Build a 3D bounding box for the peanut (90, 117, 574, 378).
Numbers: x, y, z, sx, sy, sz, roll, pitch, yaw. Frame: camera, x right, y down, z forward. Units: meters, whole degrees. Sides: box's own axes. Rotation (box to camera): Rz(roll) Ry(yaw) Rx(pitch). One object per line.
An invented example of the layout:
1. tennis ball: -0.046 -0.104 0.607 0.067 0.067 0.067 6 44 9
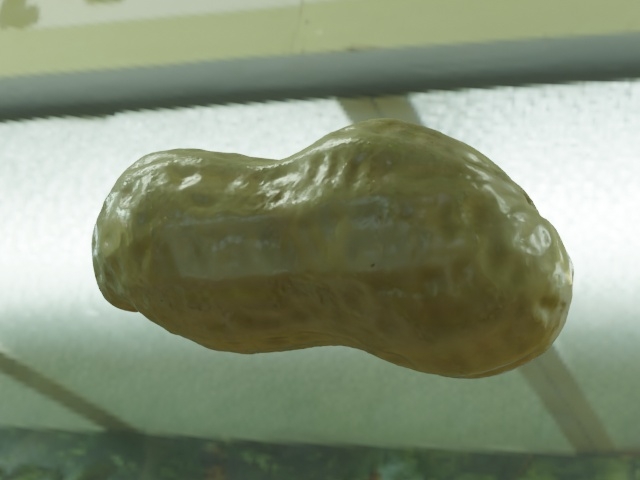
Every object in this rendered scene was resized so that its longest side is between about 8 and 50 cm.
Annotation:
1. peanut: 0.000 0.000 0.679 0.257 0.123 0.123 6 -20 26
